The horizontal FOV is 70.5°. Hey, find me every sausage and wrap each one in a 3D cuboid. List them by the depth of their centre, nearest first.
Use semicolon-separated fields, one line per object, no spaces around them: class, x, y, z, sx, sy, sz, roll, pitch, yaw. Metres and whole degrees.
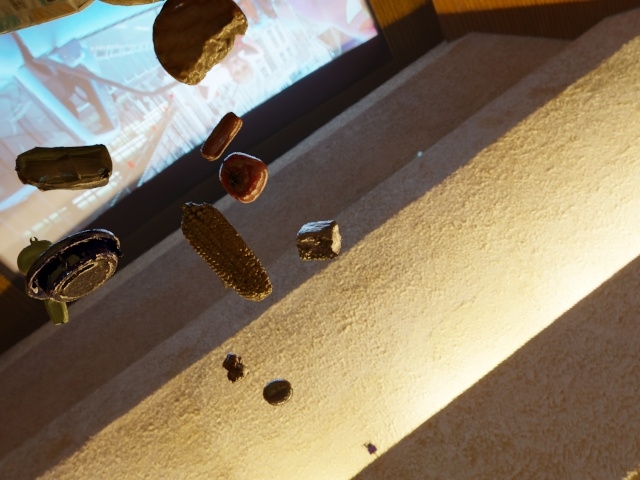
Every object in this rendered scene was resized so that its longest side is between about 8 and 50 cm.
sausage;-0.360;-0.375;1.638;0.197;0.076;0.076;-51;-149;9

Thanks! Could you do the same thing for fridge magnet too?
fridge magnet;-0.684;0.075;1.274;0.265;0.113;0.265;-41;169;-9

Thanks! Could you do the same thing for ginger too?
ginger;-0.307;0.454;1.613;0.073;0.103;0.162;-33;168;-5

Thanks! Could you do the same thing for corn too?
corn;-0.247;0.027;1.171;0.119;0.322;0.119;-41;178;-1

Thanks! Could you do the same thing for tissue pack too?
tissue pack;-0.582;-0.523;0.900;0.229;0.145;0.159;-6;-134;13

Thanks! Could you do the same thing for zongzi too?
zongzi;-0.775;-0.203;1.381;0.250;0.125;0.274;-8;177;-28

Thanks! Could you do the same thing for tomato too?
tomato;-0.280;-0.230;1.658;0.187;0.187;0.151;-18;-172;24

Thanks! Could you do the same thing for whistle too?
whistle;-0.908;0.129;1.509;0.141;0.294;0.141;-9;-161;3

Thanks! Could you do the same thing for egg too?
egg;-0.167;0.602;1.793;0.135;0.103;0.103;-22;-146;26

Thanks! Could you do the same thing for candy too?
candy;0.000;0.000;2.004;0.184;0.137;0.195;-3;-159;14

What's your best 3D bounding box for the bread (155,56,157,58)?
bread;-0.452;-0.724;1.643;0.288;0.119;0.153;-17;-117;9

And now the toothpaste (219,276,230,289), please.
toothpaste;-0.415;0.105;1.873;0.067;0.195;0.043;-35;-166;-36

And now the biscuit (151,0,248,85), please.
biscuit;-0.350;-0.586;1.274;0.274;0.213;0.091;-43;179;2

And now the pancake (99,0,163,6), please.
pancake;-0.400;-0.714;1.096;0.382;0.071;0.382;-3;-112;8
